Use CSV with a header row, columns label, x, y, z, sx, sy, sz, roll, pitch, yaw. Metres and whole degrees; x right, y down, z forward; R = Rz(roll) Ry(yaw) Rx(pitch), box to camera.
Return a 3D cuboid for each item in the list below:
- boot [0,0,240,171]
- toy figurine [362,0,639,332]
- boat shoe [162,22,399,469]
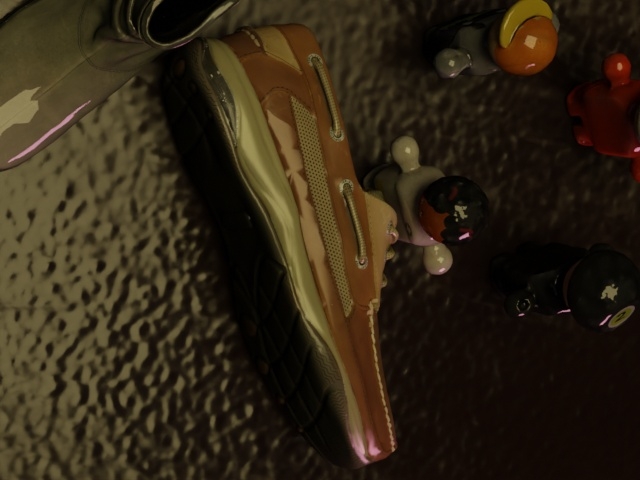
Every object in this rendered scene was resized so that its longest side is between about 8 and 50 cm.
label,x,y,z,sx,sy,sz,roll,pitch,yaw
boot,-0.131,-0.137,1.071,0.246,0.161,0.083,-43,110,-12
toy figurine,0.156,-0.056,1.207,0.210,0.148,0.213,28,86,-24
boat shoe,0.000,0.000,1.168,0.120,0.122,0.324,-24,105,-24
